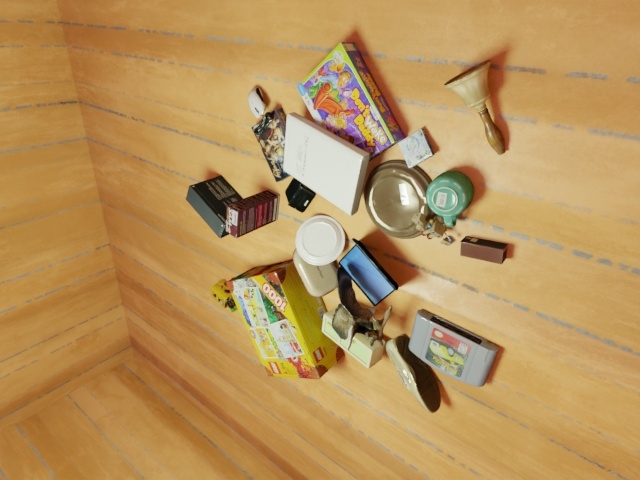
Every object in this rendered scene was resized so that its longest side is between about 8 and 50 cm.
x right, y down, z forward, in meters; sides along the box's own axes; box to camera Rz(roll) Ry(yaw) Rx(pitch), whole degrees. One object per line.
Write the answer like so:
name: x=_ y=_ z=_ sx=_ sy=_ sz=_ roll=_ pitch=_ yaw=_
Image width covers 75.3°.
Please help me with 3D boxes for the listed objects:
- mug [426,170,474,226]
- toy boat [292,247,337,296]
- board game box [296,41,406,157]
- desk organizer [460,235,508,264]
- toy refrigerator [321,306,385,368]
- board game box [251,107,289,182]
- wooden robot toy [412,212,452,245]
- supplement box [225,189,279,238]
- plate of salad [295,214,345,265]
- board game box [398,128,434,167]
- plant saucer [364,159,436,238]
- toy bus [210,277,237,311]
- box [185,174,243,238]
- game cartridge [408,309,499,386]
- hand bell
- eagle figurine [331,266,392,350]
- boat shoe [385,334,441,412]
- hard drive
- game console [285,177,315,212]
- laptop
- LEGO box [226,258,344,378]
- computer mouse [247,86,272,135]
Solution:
mug: x=0.390 y=-0.124 z=1.237 sx=0.129 sy=0.097 sz=0.158 roll=-36 pitch=89 yaw=36
toy boat: x=-0.028 y=0.115 z=1.718 sx=0.231 sy=0.151 sz=0.151 roll=65 pitch=164 yaw=-4
board game box: x=0.095 y=-0.426 z=1.370 sx=0.233 sy=0.078 sz=0.347 roll=-29 pitch=90 yaw=45
desk organizer: x=0.497 y=0.029 z=1.268 sx=0.130 sy=0.047 sz=0.050 roll=14 pitch=121 yaw=36
toy refrigerator: x=0.128 y=0.396 z=1.704 sx=0.269 sy=0.094 sz=0.102 roll=33 pitch=130 yaw=36
board game box: x=-0.164 y=-0.373 z=1.643 sx=0.165 sy=0.042 sz=0.243 roll=-21 pitch=96 yaw=44
wooden robot toy: x=0.362 y=-0.053 z=1.327 sx=0.173 sy=0.079 sz=0.076 roll=30 pitch=160 yaw=-21
supplement box: x=-0.281 y=-0.115 z=1.730 sx=0.073 sy=0.239 sz=0.130 roll=29 pitch=127 yaw=27
plate of salad: x=0.000 y=0.000 z=1.631 sx=0.199 sy=0.048 sz=0.200 roll=-3 pitch=79 yaw=14
board game box: x=0.298 y=-0.286 z=1.292 sx=0.090 sy=0.020 sz=0.090 roll=-27 pitch=81 yaw=42
plant saucer: x=0.258 y=-0.131 z=1.401 sx=0.277 sy=0.041 sz=0.278 roll=18 pitch=120 yaw=34
toy bus: x=-0.498 y=0.310 z=2.219 sx=0.202 sy=0.104 sz=0.191 roll=-14 pitch=101 yaw=44
box: x=-0.460 y=-0.158 z=1.904 sx=0.261 sy=0.184 sz=0.103 roll=47 pitch=133 yaw=14
game cartridge: x=0.458 y=0.387 z=1.473 sx=0.294 sy=0.060 sz=0.196 roll=24 pitch=128 yaw=31
hand bell: x=0.442 y=-0.341 z=1.118 sx=0.126 sy=0.126 sz=0.242 roll=-15 pitch=113 yaw=44
eagle figurine: x=0.128 y=0.272 z=1.571 sx=0.298 sy=0.225 sz=0.226 roll=36 pitch=91 yaw=38
boat shoe: x=0.351 y=0.513 z=1.590 sx=0.302 sy=0.109 sz=0.098 roll=60 pitch=145 yaw=10
hard drive: x=0.007 y=-0.269 z=1.444 sx=0.353 sy=0.047 sz=0.233 roll=37 pitch=138 yaw=30
game console: x=-0.084 y=-0.192 z=1.684 sx=0.107 sy=0.071 sz=0.122 roll=28 pitch=134 yaw=-11
laptop: x=0.165 y=0.126 z=1.536 sx=0.136 sy=0.264 sz=0.234 roll=-42 pitch=80 yaw=7
LEGO box: x=-0.164 y=0.355 z=1.892 sx=0.372 sy=0.193 sz=0.500 roll=-15 pitch=100 yaw=43
computer mouse: x=-0.246 y=-0.513 z=1.607 sx=0.106 sy=0.042 sz=0.193 roll=-37 pitch=65 yaw=41
